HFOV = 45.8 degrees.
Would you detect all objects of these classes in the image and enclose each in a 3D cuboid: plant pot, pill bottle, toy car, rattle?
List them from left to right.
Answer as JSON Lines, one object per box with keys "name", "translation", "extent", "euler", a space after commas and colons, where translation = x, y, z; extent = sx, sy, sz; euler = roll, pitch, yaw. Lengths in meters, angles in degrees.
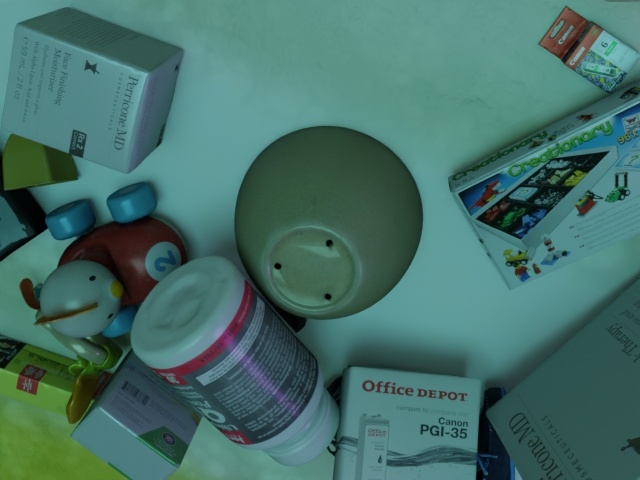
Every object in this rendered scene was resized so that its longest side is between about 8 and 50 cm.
{"name": "plant pot", "translation": [-0.427, -0.124, 1.142], "extent": [0.081, 0.081, 0.083], "euler": [-8, 96, 12]}
{"name": "rattle", "translation": [-0.436, 0.175, 1.239], "extent": [0.199, 0.130, 0.143], "euler": [33, 104, -8]}
{"name": "toy car", "translation": [-0.321, 0.067, 1.121], "extent": [0.210, 0.238, 0.219], "euler": [-14, 111, 14]}
{"name": "pill bottle", "translation": [-0.105, 0.185, 1.080], "extent": [0.176, 0.176, 0.318], "euler": [-25, 125, 18]}
{"name": "plant pot", "translation": [0.000, 0.000, 1.070], "extent": [0.284, 0.191, 0.284], "euler": [3, 113, 8]}

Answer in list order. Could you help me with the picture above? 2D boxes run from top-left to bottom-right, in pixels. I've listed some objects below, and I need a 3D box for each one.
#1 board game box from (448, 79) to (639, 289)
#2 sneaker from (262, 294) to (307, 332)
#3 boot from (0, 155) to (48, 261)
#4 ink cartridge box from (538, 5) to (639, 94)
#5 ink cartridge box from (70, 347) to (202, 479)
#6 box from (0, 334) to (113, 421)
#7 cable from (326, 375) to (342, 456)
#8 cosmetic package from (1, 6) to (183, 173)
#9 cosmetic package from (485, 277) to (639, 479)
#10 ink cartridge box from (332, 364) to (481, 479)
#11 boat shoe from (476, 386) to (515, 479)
{"name": "board game box", "translation": [0.356, -0.072, 1.046], "extent": [0.305, 0.053, 0.193], "euler": [-26, 116, 18]}
{"name": "sneaker", "translation": [-0.134, 0.152, 1.195], "extent": [0.221, 0.118, 0.083], "euler": [-8, 112, 12]}
{"name": "boot", "translation": [-0.685, -0.115, 1.160], "extent": [0.366, 0.146, 0.445], "euler": [-24, 112, 20]}
{"name": "ink cartridge box", "translation": [0.352, -0.249, 0.994], "extent": [0.115, 0.029, 0.063], "euler": [30, 115, -7]}
{"name": "ink cartridge box", "translation": [-0.275, 0.269, 1.218], "extent": [0.154, 0.212, 0.093], "euler": [40, 117, -10]}
{"name": "box", "translation": [-0.477, 0.238, 1.304], "extent": [0.232, 0.087, 0.058], "euler": [20, 115, 1]}
{"name": "cable", "translation": [0.087, 0.290, 1.269], "extent": [0.184, 0.047, 0.151], "euler": [-6, 105, 7]}
{"name": "cosmetic package", "translation": [-0.309, -0.209, 1.044], "extent": [0.183, 0.151, 0.151], "euler": [19, 116, 0]}
{"name": "cosmetic package", "translation": [0.503, 0.277, 1.001], "extent": [0.393, 0.329, 0.327], "euler": [-43, 103, 8]}
{"name": "ink cartridge box", "translation": [0.124, 0.339, 1.153], "extent": [0.207, 0.117, 0.283], "euler": [6, 79, -2]}
{"name": "boat shoe", "translation": [0.270, 0.357, 1.233], "extent": [0.088, 0.109, 0.258], "euler": [-1, 111, 12]}
